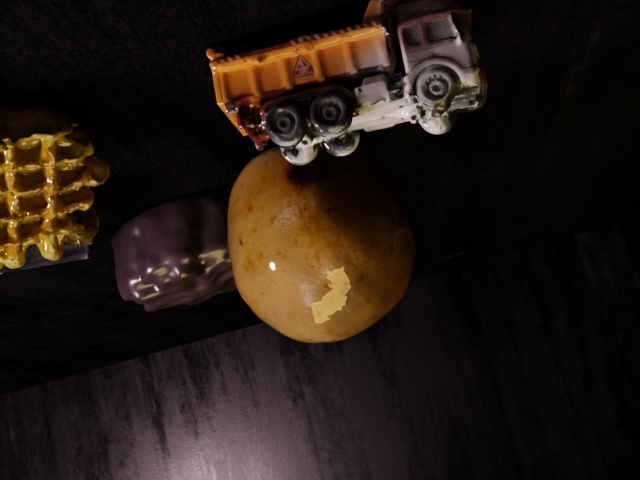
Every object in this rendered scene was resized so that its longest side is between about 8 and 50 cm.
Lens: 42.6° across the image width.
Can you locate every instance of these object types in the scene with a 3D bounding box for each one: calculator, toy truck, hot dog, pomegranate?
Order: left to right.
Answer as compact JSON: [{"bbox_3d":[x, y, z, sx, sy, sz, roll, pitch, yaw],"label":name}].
[{"bbox_3d":[-0.499,0.024,1.311,0.261,0.021,0.161,-10,167,-20],"label":"calculator"},{"bbox_3d":[-0.346,-0.032,1.147,0.078,0.061,0.169,23,177,-16],"label":"hot dog"},{"bbox_3d":[-0.002,-0.005,1.147,0.307,0.308,0.307,-14,167,-3],"label":"pomegranate"},{"bbox_3d":[0.030,-0.166,0.856,0.270,0.135,0.114,-12,170,6],"label":"toy truck"}]

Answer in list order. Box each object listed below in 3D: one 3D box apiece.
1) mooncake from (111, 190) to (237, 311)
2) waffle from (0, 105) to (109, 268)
[{"bbox_3d":[-0.204,0.024,1.382,0.282,0.141,0.283,-16,168,-3],"label":"mooncake"},{"bbox_3d":[-0.380,-0.056,0.869,0.283,0.065,0.309,-37,149,11],"label":"waffle"}]
